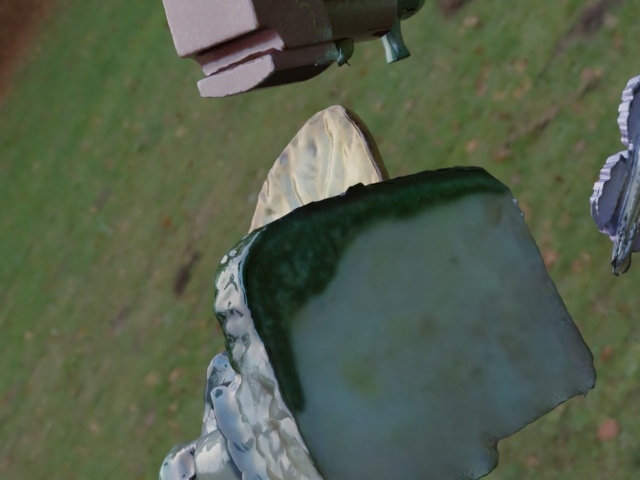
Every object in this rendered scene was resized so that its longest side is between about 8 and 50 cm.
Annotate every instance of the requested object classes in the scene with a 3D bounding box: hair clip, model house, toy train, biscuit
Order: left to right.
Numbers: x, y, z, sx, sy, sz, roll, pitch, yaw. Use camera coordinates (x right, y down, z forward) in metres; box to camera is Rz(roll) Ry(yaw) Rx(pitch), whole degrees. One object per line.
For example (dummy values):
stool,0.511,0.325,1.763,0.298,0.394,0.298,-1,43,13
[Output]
toy train,-0.014,-0.251,1.423,0.150,0.222,0.304,-15,2,45
biscuit,0.005,0.000,1.555,0.203,0.041,0.260,12,96,50
model house,0.014,0.116,1.328,0.298,0.243,0.284,-19,-13,-38
hair clip,0.354,-0.093,1.741,0.084,0.106,0.292,7,68,43
